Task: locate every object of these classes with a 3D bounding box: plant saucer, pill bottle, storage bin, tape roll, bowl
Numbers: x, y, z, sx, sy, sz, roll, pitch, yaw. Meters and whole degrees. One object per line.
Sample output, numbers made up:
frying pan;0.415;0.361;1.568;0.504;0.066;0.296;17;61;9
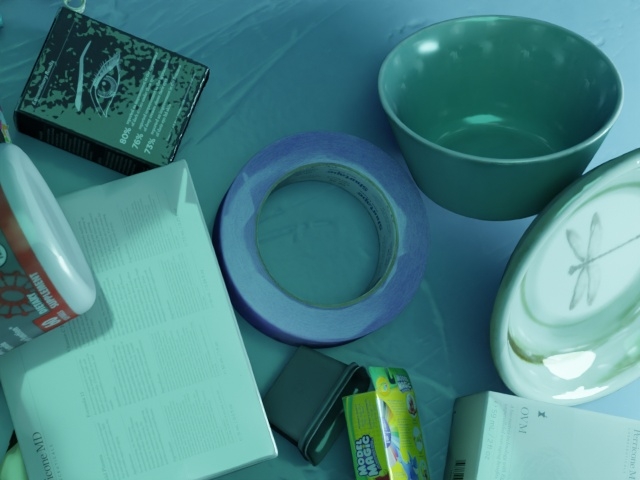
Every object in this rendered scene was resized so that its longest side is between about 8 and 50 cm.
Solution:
plant saucer;0.365;0.030;1.741;0.400;0.400;0.100;-26;44;-15
pill bottle;-0.449;0.061;1.473;0.363;0.210;0.210;-27;86;-2
storage bin;-0.011;0.204;1.721;0.091;0.098;0.135;28;73;23
tape roll;0.000;0.000;1.756;0.275;0.090;0.274;2;79;-12
bowl;0.229;-0.143;1.758;0.312;0.163;0.311;-1;44;1

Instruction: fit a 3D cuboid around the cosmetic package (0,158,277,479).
cosmetic package;-0.242;0.124;1.620;0.284;0.097;0.377;-16;81;-8

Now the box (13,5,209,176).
box;-0.267;-0.181;1.724;0.207;0.108;0.153;23;76;-6

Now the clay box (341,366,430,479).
clay box;0.087;0.272;1.699;0.053;0.127;0.222;-16;76;24

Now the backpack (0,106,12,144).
backpack;-0.490;-0.128;1.613;0.225;0.191;0.253;-21;45;-15

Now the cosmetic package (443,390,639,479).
cosmetic package;0.282;0.326;1.729;0.225;0.138;0.224;12;77;-11

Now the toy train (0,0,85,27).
toy train;-0.394;-0.318;1.759;0.166;0.046;0.125;-13;84;-11

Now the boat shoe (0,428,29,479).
boat shoe;-0.358;0.253;1.655;0.049;0.042;0.133;21;73;-10
